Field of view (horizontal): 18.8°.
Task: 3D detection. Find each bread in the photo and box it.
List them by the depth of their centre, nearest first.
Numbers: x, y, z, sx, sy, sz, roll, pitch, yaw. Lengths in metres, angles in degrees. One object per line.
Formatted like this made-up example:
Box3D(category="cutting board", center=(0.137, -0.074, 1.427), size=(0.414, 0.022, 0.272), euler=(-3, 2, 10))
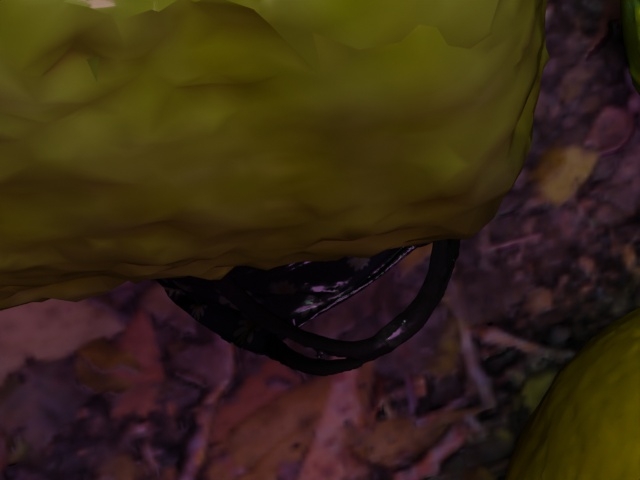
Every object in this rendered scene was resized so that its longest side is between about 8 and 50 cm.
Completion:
Box3D(category="bread", center=(-0.120, -0.123, 0.452), size=(0.307, 0.348, 0.348), euler=(-23, 119, 1))

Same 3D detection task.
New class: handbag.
Box3D(category="handbag", center=(0.000, 0.000, 0.650), size=(0.115, 0.139, 0.072), euler=(-31, 127, -2))

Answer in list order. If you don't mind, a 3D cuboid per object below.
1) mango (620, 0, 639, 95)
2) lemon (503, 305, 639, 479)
Box3D(category="mango", center=(0.172, -0.071, 0.710), size=(0.165, 0.074, 0.091), euler=(21, 115, -39))
Box3D(category="lemon", center=(0.191, 0.140, 0.729), size=(0.240, 0.219, 0.240), euler=(-5, 115, -10))
